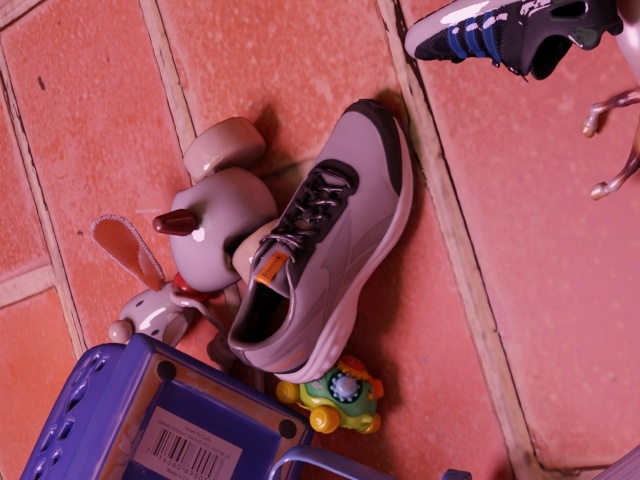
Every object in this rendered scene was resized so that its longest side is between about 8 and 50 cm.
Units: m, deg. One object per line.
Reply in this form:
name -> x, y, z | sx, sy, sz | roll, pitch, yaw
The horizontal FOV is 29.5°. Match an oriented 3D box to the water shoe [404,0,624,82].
water shoe -> 0.133, -0.148, 0.889 | 0.203, 0.073, 0.080 | -16, 101, 62

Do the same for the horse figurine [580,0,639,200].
horse figurine -> 0.225, -0.150, 0.877 | 0.174, 0.066, 0.263 | -31, 80, 54

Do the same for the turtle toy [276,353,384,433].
turtle toy -> 0.008, 0.135, 1.176 | 0.130, 0.095, 0.066 | 36, 104, 35

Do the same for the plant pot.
plant pot -> -0.151, 0.232, 1.171 | 0.236, 0.236, 0.212 | 29, 152, -13

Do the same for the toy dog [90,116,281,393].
toy dog -> -0.146, 0.032, 1.249 | 0.220, 0.161, 0.334 | 42, 128, 31

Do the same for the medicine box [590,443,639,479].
medicine box -> 0.198, 0.241, 0.771 | 0.149, 0.263, 0.289 | 54, 178, 10

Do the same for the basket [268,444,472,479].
basket -> 0.080, 0.324, 1.038 | 0.289, 0.201, 0.255 | 13, 113, 12

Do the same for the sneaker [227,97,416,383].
sneaker -> 0.000, 0.000, 1.096 | 0.100, 0.108, 0.272 | 25, 96, 41
